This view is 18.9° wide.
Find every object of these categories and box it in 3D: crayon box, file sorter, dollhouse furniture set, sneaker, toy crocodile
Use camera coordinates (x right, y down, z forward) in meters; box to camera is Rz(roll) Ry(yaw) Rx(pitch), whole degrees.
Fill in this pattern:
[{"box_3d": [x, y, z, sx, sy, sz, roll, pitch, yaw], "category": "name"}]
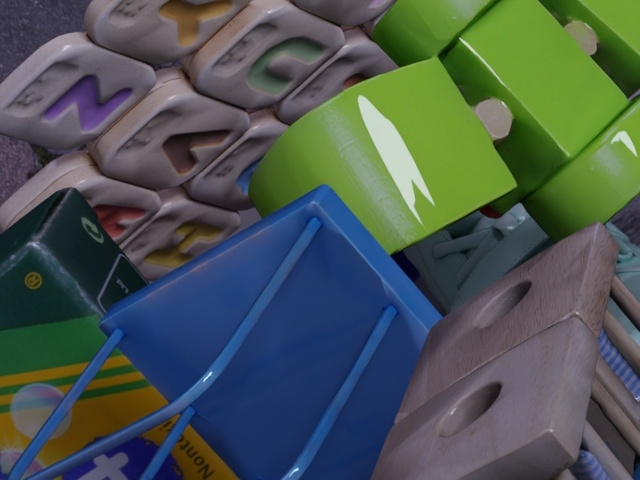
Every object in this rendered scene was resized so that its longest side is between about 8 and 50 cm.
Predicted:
[{"box_3d": [-0.170, 0.156, 0.828, 0.323, 0.203, 0.083, -36, 13, 14], "category": "crayon box"}, {"box_3d": [-0.002, 0.094, 0.644, 0.118, 0.170, 0.104, -28, 20, 41], "category": "file sorter"}, {"box_3d": [0.128, 0.051, 0.500, 0.183, 0.129, 0.129, -35, 13, 25], "category": "dollhouse furniture set"}, {"box_3d": [0.072, 0.001, 0.801, 0.094, 0.151, 0.256, -38, 13, -2], "category": "sneaker"}, {"box_3d": [0.108, -0.089, 0.760, 0.340, 0.115, 0.105, -43, 0, -36], "category": "toy crocodile"}]

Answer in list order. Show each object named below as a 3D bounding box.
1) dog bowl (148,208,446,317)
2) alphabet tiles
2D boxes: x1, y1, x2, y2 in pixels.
[{"box_3d": [0.000, 0.000, 1.130, 0.265, 0.104, 0.265, -37, 12, 9], "category": "dog bowl"}, {"box_3d": [-0.008, -0.078, 0.848, 0.284, 0.021, 0.278, -40, -23, 17], "category": "alphabet tiles"}]
